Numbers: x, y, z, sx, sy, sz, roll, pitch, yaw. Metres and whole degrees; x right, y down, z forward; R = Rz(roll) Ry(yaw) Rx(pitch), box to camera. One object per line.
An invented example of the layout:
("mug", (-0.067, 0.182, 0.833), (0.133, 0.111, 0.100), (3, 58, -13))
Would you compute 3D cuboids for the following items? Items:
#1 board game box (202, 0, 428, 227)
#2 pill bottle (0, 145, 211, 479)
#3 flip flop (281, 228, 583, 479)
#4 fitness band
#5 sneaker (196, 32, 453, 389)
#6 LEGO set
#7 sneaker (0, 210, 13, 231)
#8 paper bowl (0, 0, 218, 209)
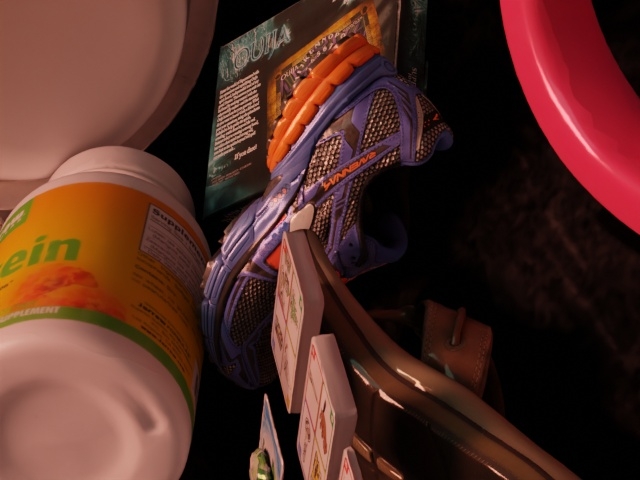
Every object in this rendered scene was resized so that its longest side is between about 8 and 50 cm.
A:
("board game box", (-0.005, -0.091, 1.003), (0.186, 0.026, 0.126), (-22, 56, 49))
("pill bottle", (-0.134, 0.044, 0.975), (0.136, 0.136, 0.245), (-51, 18, 26))
("flip flop", (0.062, 0.079, 0.774), (0.277, 0.080, 0.112), (38, 145, 50))
("fitness band", (0.157, -0.080, 0.646), (0.291, 0.054, 0.209), (41, 151, 55))
("sneaker", (0.000, 0.000, 0.902), (0.087, 0.083, 0.221), (33, 123, 15))
("LEGO set", (0.009, 0.142, 0.775), (0.182, 0.060, 0.244), (-107, 18, -46))
("sneaker", (-0.296, -0.050, 1.330), (0.153, 0.094, 0.235), (-32, 59, 32))
("paper bowl", (-0.201, -0.154, 1.079), (0.284, 0.284, 0.148), (-61, 35, 13))
